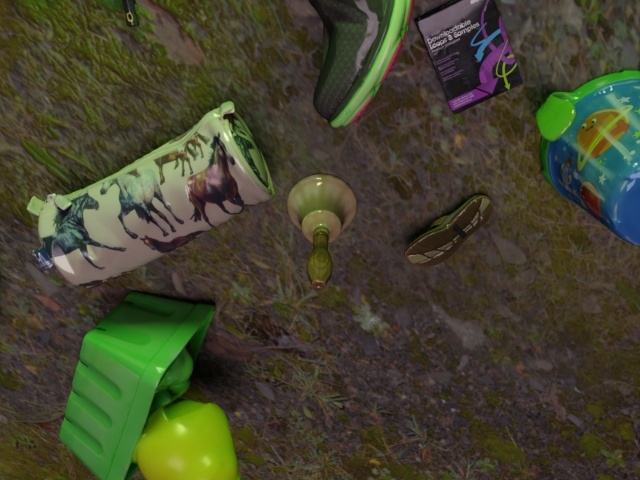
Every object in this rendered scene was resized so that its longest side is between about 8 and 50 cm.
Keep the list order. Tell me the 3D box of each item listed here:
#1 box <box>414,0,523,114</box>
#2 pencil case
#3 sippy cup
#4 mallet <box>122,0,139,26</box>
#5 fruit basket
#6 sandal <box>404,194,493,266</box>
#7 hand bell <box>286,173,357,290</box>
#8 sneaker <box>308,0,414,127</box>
[{"bbox_3d":[0.226,-0.287,0.923,0.116,0.029,0.162,-24,117,15],"label":"box"},{"bbox_3d":[-0.270,-0.069,0.990,0.410,0.160,0.183,-25,133,16],"label":"pencil case"},{"bbox_3d":[0.481,-0.109,0.915,0.306,0.224,0.240,-6,122,4],"label":"sippy cup"},{"bbox_3d":[-0.295,-0.401,0.860,0.062,0.039,0.189,5,126,-2],"label":"mallet"},{"bbox_3d":[-0.285,0.329,1.161,0.392,0.283,0.392,7,117,13],"label":"fruit basket"},{"bbox_3d":[0.226,-0.019,1.083,0.180,0.049,0.072,-41,119,7],"label":"sandal"},{"bbox_3d":[0.000,0.000,0.980,0.126,0.242,0.126,1,121,1],"label":"hand bell"},{"bbox_3d":[0.030,-0.392,0.794,0.202,0.185,0.482,7,113,6],"label":"sneaker"}]
